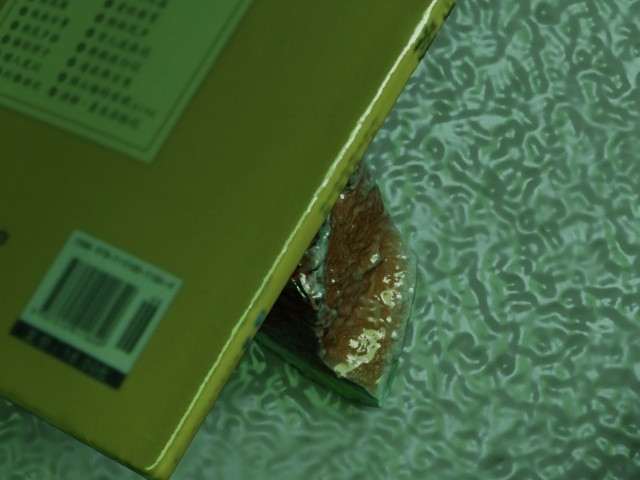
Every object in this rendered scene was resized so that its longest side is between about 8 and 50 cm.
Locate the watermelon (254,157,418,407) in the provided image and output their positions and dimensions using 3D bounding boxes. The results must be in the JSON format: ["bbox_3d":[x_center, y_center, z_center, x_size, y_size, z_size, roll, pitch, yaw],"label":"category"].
[{"bbox_3d":[-0.018,-0.006,0.711,0.121,0.158,0.098,24,78,22],"label":"watermelon"}]

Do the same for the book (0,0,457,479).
[{"bbox_3d":[-0.070,-0.113,0.689,0.269,0.032,0.389,24,74,30],"label":"book"}]
